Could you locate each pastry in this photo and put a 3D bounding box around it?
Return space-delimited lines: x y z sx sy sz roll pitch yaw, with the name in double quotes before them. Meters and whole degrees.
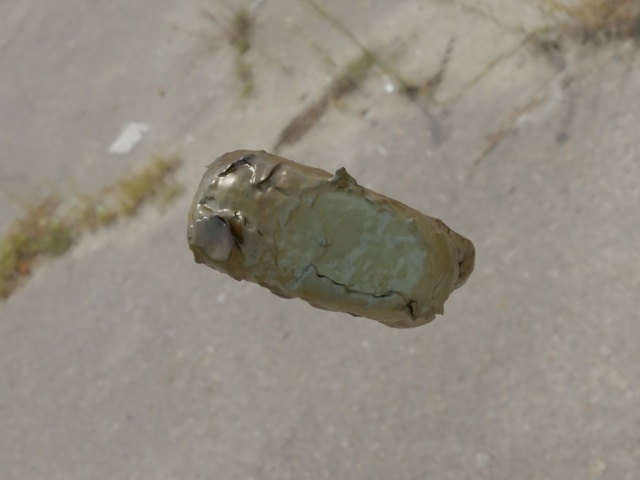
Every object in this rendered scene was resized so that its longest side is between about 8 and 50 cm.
"pastry" 0.000 0.000 1.190 0.218 0.229 0.100 19 87 45
